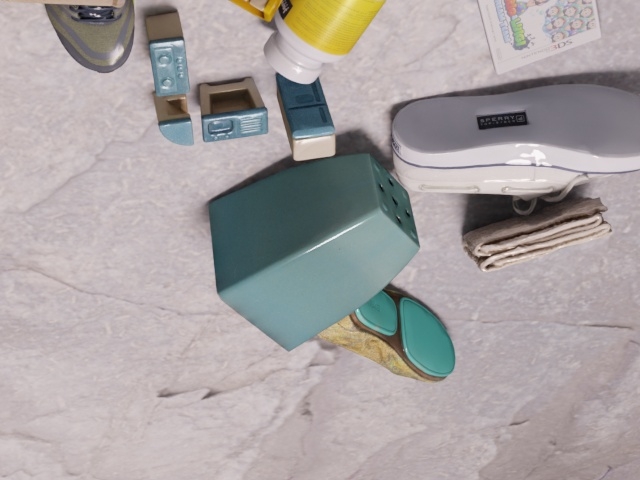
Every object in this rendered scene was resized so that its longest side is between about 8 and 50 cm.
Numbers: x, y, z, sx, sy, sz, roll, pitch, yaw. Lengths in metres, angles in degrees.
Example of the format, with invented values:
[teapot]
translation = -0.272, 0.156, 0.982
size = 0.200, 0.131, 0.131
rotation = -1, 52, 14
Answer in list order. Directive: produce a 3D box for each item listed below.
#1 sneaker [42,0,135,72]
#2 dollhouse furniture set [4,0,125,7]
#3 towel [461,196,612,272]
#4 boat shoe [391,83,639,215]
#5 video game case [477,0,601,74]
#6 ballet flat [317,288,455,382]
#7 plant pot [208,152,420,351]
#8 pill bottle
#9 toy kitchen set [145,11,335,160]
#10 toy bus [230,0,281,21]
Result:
[sneaker]
translation = -0.256, -0.292, 1.580
size = 0.111, 0.121, 0.300
rotation = -11, 137, -5
[dollhouse furniture set]
translation = -0.251, -0.411, 1.367
size = 0.174, 0.303, 0.355
rotation = -12, 122, -61
[towel]
translation = 0.287, -0.012, 1.976
size = 0.187, 0.282, 0.049
rotation = -16, 93, 2
[boat shoe]
translation = 0.276, -0.103, 1.928
size = 0.367, 0.135, 0.156
rotation = -4, 144, -2
[video game case]
translation = 0.271, -0.289, 1.818
size = 0.143, 0.019, 0.157
rotation = -19, 137, 3
[ballet flat]
translation = 0.078, 0.128, 2.126
size = 0.123, 0.123, 0.348
rotation = -32, 148, 17
[plant pot]
translation = 0.000, 0.000, 1.913
size = 0.234, 0.165, 0.165
rotation = -27, 137, 21
[pill bottle]
translation = 0.010, -0.273, 1.694
size = 0.103, 0.103, 0.184
rotation = 16, 128, -30
[toy kitchen set]
translation = -0.094, -0.185, 1.741
size = 0.207, 0.122, 0.166
rotation = -9, 137, -8
[toy bus]
translation = -0.050, -0.341, 1.602
size = 0.202, 0.190, 0.104
rotation = -14, -179, -1
